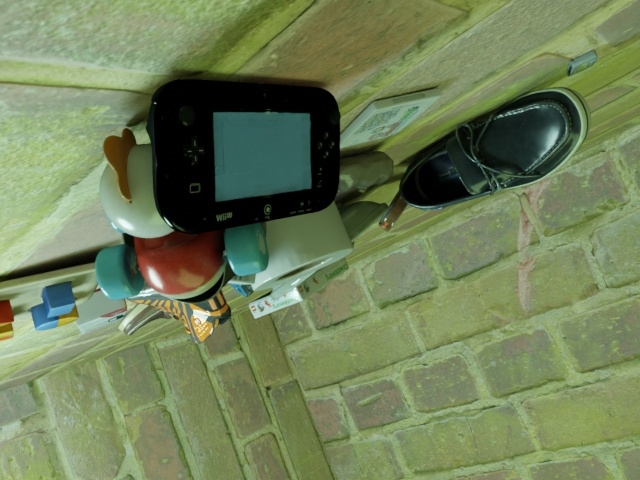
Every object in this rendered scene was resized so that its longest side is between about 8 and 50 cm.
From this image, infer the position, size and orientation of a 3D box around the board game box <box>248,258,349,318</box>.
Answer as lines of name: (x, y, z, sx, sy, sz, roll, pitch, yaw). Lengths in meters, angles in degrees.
board game box: (-0.061, 0.141, 2.018, 0.193, 0.053, 0.305, -24, -177, 33)

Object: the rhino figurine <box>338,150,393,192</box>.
rhino figurine: (0.049, -0.131, 1.307, 0.243, 0.073, 0.106, -15, 173, -38)

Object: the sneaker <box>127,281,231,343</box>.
sneaker: (-0.341, 0.161, 1.555, 0.321, 0.180, 0.124, -3, -150, 44)

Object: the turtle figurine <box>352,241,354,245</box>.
turtle figurine: (0.012, 0.026, 2.242, 0.217, 0.087, 0.269, -18, 171, -34)

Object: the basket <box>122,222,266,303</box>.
basket: (-0.199, -0.006, 1.138, 0.154, 0.204, 0.227, -55, 171, 20)

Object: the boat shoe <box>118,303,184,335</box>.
boat shoe: (-0.369, 0.163, 1.721, 0.342, 0.123, 0.123, -35, -179, -7)

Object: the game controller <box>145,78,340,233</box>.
game controller: (-0.076, -0.105, 0.793, 0.067, 0.167, 0.319, -3, -173, 38)

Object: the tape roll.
tape roll: (-0.067, -0.010, 1.449, 0.246, 0.169, 0.246, -22, 173, -3)

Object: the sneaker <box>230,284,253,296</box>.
sneaker: (-0.182, 0.044, 1.834, 0.140, 0.125, 0.341, -49, -178, -25)

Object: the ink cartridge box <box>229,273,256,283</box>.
ink cartridge box: (-0.259, 0.058, 1.340, 0.223, 0.045, 0.224, 9, 174, -15)

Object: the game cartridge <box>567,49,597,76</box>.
game cartridge: (0.535, -0.361, 1.326, 0.056, 0.017, 0.083, -28, 172, 13)

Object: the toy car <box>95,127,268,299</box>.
toy car: (-0.202, -0.063, 0.820, 0.219, 0.210, 0.238, -10, 146, 8)

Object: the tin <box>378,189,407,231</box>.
tin: (0.217, -0.107, 1.756, 0.190, 0.040, 0.106, -57, -175, -25)

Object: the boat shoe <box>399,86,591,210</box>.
boat shoe: (0.373, -0.185, 1.475, 0.156, 0.187, 0.500, -24, 180, -41)

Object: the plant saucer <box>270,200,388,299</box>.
plant saucer: (0.000, 0.000, 1.752, 0.400, 0.100, 0.400, -40, -179, 1)

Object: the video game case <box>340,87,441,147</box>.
video game case: (0.114, -0.211, 1.135, 0.143, 0.019, 0.157, -18, 172, -29)

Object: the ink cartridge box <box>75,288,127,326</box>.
ink cartridge box: (-0.567, 0.177, 1.670, 0.127, 0.072, 0.175, -21, 172, -20)

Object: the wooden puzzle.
wooden puzzle: (-0.593, 0.138, 1.293, 0.347, 0.081, 0.322, -18, 171, -30)
